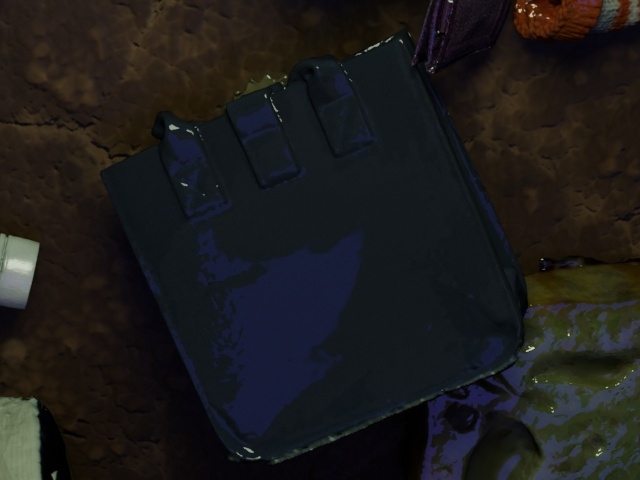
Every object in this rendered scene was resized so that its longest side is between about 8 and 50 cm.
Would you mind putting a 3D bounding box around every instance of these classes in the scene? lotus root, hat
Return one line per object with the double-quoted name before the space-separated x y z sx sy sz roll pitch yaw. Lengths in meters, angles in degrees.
"lotus root" 0.247 0.191 1.474 0.375 0.111 0.390 39 98 -13
"hat" 0.265 -0.223 1.332 0.162 0.093 0.112 -3 126 -25

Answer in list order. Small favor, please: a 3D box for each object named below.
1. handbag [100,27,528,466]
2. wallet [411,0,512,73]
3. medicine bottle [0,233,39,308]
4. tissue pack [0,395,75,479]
"handbag" 0.000 0.000 1.335 0.303 0.122 0.329 -23 97 13
"wallet" 0.132 -0.206 1.277 0.030 0.166 0.111 25 114 17
"medicine bottle" -0.354 0.014 1.364 0.183 0.069 0.119 13 112 -11
"tissue pack" -0.333 0.400 1.435 0.253 0.264 0.416 -10 115 -3
